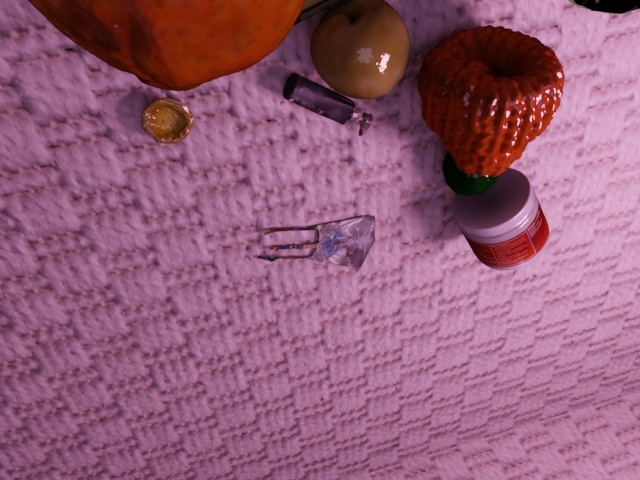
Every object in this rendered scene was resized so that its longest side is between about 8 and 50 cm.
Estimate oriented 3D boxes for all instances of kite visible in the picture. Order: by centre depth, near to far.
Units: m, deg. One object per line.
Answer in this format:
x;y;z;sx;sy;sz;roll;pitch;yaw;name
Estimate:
-0.001;-0.001;1.459;0.309;0.015;0.169;2;127;-23;kite

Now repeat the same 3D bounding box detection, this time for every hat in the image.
0.331;-0.227;1.223;0.285;0.285;0.401;-10;135;-10;hat

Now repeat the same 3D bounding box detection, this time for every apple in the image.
0.079;-0.364;1.085;0.199;0.200;0.200;-9;130;-11;apple

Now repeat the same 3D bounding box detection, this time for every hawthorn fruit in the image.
-0.216;-0.427;0.776;0.471;0.472;0.472;-9;130;-11;hawthorn fruit

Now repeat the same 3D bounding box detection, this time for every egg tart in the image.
-0.306;-0.243;1.144;0.105;0.039;0.105;-9;130;-11;egg tart

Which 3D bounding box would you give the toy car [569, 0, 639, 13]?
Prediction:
0.629;-0.586;1.067;0.213;0.177;0.359;4;162;-12;toy car

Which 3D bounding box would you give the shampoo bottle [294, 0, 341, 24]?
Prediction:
0.047;-0.492;1.024;0.283;0.101;0.101;-26;131;3;shampoo bottle

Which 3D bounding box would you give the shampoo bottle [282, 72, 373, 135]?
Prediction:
0.021;-0.284;1.210;0.207;0.057;0.064;18;120;-29;shampoo bottle

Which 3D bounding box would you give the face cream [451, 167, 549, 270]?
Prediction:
0.457;-0.052;1.446;0.201;0.201;0.187;-33;130;9;face cream
